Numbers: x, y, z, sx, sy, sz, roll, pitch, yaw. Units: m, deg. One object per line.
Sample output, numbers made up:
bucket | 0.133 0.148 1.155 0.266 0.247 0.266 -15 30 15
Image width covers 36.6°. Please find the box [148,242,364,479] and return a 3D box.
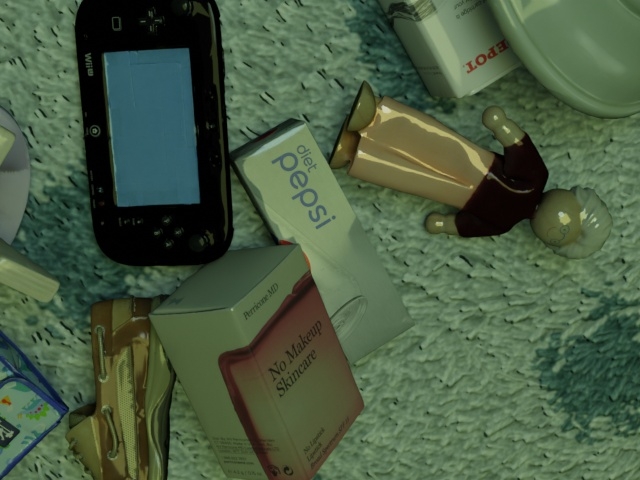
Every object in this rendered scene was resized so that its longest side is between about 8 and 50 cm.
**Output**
box | -0.066 0.140 1.110 0.148 0.127 0.232 -45 121 -47

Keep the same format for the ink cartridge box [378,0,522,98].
ink cartridge box | 0.162 -0.330 1.130 0.198 0.115 0.272 -33 105 -6

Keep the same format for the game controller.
game controller | -0.187 -0.128 1.099 0.167 0.067 0.319 -3 100 0

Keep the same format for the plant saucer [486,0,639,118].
plant saucer | 0.326 -0.340 1.078 0.401 0.101 0.400 8 78 -39

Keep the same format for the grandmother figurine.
grandmother figurine | 0.184 -0.067 1.154 0.342 0.208 0.104 21 58 -4

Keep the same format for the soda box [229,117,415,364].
soda box | 0.000 0.000 1.161 0.098 0.091 0.286 -30 104 -6

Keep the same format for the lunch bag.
lunch bag | -0.380 0.185 1.090 0.129 0.096 0.151 -45 90 -1

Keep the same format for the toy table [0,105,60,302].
toy table | -0.403 -0.014 1.019 0.252 0.161 0.274 17 98 -25

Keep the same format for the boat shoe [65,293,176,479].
boat shoe | -0.236 0.220 1.141 0.120 0.122 0.323 5 90 -8
